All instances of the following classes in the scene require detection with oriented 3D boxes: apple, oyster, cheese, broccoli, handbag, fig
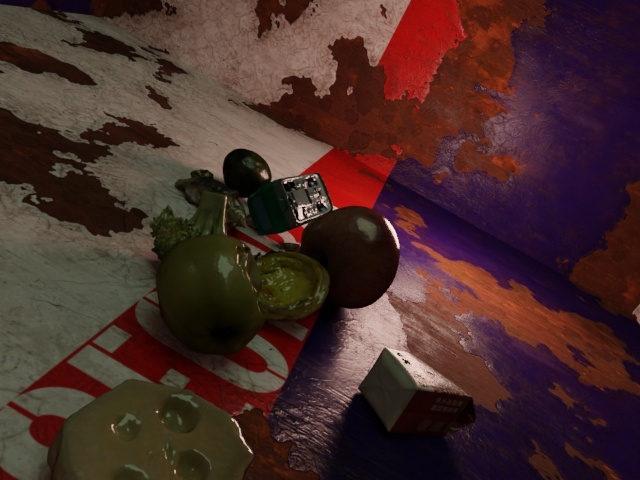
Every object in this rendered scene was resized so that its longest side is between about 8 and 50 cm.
[{"bbox_3d":[0.078,0.052,1.642,0.269,0.344,0.344,10,29,-30],"label":"apple"},{"bbox_3d":[-0.360,-0.149,1.845,0.166,0.110,0.341,14,13,-45],"label":"oyster"},{"bbox_3d":[-0.262,0.369,0.858,0.326,0.115,0.318,14,26,-30],"label":"cheese"},{"bbox_3d":[-0.321,-0.018,1.446,0.263,0.243,0.247,17,0,25],"label":"broccoli"},{"bbox_3d":[-0.249,0.121,1.224,0.279,0.279,0.279,24,23,-11],"label":"apple"},{"bbox_3d":[0.268,0.394,1.380,0.298,0.151,0.171,17,20,-35],"label":"handbag"},{"bbox_3d":[-0.270,-0.266,2.098,0.245,0.195,0.195,-6,41,-49],"label":"fig"}]

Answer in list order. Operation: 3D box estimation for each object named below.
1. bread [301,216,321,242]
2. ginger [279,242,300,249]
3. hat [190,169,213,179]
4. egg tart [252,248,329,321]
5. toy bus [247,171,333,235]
[{"bbox_3d":[-0.009,0.001,1.920,0.086,0.125,0.156,-27,93,-57],"label":"bread"},{"bbox_3d":[-0.102,0.024,1.887,0.048,0.030,0.097,11,4,41],"label":"ginger"},{"bbox_3d":[-0.444,-0.228,1.990,0.076,0.059,0.077,-14,40,-37],"label":"hat"},{"bbox_3d":[-0.109,0.135,1.506,0.279,0.095,0.279,1,39,-1],"label":"egg tart"},{"bbox_3d":[-0.115,-0.133,1.972,0.343,0.199,0.183,-24,92,-64],"label":"toy bus"}]
